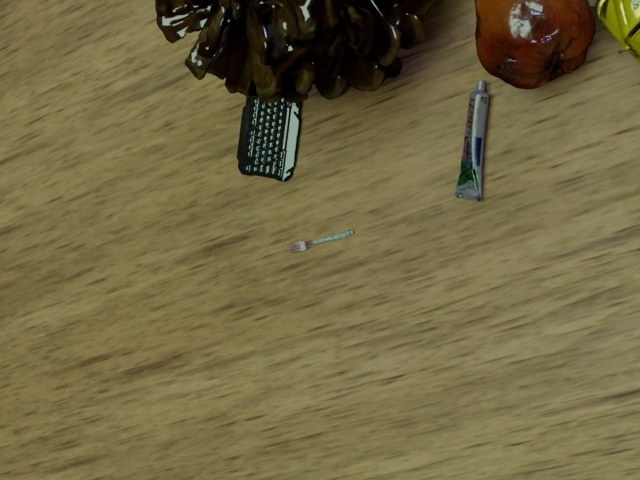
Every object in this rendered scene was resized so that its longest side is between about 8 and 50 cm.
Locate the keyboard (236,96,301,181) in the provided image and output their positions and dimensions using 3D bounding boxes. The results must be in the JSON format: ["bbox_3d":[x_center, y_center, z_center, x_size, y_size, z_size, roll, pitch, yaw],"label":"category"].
[{"bbox_3d":[-0.073,-0.227,1.683,0.106,0.016,0.262,11,97,26],"label":"keyboard"}]

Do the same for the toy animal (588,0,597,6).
[{"bbox_3d":[0.375,-0.380,1.414,0.089,0.083,0.150,5,95,30],"label":"toy animal"}]

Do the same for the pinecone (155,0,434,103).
[{"bbox_3d":[-0.054,-0.364,1.444,0.397,0.397,0.398,1,92,27],"label":"pinecone"}]

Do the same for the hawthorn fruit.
[{"bbox_3d":[0.272,-0.290,1.420,0.173,0.173,0.179,-27,95,25],"label":"hawthorn fruit"}]

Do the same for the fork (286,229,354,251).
[{"bbox_3d":[0.001,0.000,1.659,0.115,0.012,0.016,-16,89,22],"label":"fork"}]

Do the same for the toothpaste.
[{"bbox_3d":[0.219,-0.142,1.533,0.045,0.028,0.170,12,101,37],"label":"toothpaste"}]

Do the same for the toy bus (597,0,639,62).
[{"bbox_3d":[0.481,-0.213,1.314,0.144,0.152,0.330,-42,80,23],"label":"toy bus"}]
